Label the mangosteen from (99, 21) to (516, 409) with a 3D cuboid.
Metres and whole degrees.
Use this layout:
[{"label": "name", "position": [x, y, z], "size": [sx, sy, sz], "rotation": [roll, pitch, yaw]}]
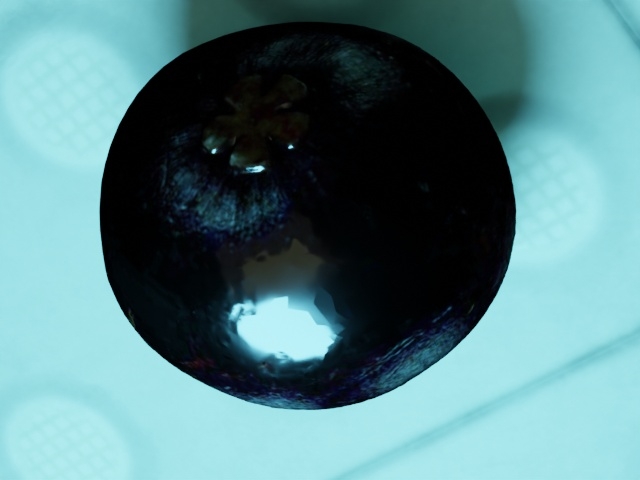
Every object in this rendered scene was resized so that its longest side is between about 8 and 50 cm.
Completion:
[{"label": "mangosteen", "position": [0.000, 0.000, 1.166], "size": [0.275, 0.275, 0.302], "rotation": [0, 154, 17]}]
